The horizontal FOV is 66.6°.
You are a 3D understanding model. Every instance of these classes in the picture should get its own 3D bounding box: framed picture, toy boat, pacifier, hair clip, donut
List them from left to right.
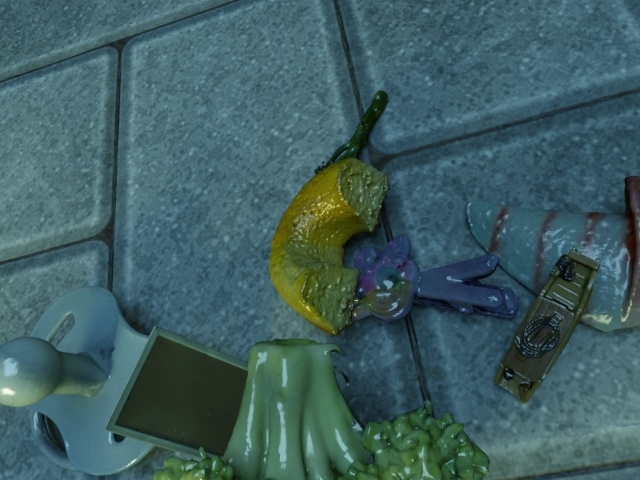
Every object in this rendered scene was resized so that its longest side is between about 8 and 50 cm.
[{"bbox_3d":[-0.359,0.196,0.680,0.299,0.233,0.244,34,83,26],"label":"pacifier"},{"bbox_3d":[-0.178,0.217,0.673,0.011,0.183,0.142,-7,57,59],"label":"framed picture"},{"bbox_3d":[-0.004,0.005,0.715,0.152,0.101,0.259,-9,58,49],"label":"donut"},{"bbox_3d":[0.132,0.056,0.682,0.278,0.090,0.137,3,63,16],"label":"hair clip"},{"bbox_3d":[0.279,0.105,0.600,0.057,0.077,0.201,30,100,29],"label":"toy boat"},{"bbox_3d":[0.329,0.006,0.660,0.282,0.096,0.206,10,86,29],"label":"toy boat"}]

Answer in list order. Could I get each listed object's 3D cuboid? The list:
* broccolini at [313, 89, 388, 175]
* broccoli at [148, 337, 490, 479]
[{"bbox_3d":[0.054,-0.169,0.833,0.067,0.058,0.216,33,67,-16],"label":"broccolini"},{"bbox_3d":[-0.026,0.247,0.515,0.347,0.293,0.281,2,85,-21],"label":"broccoli"}]
